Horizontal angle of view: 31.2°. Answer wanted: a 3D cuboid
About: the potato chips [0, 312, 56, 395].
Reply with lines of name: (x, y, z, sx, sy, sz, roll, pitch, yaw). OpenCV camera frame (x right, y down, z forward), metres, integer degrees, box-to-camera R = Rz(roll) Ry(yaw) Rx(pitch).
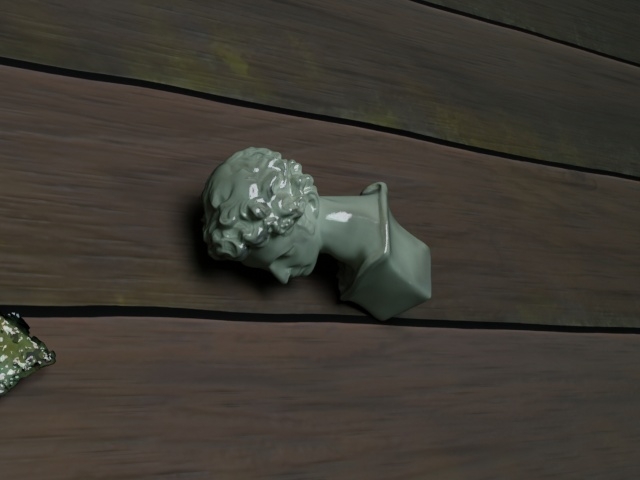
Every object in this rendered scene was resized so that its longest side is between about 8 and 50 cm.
potato chips: (-0.304, 0.115, 0.867, 0.202, 0.029, 0.220, 24, 41, -26)

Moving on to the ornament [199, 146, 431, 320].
ornament: (0.005, -0.012, 1.192, 0.285, 0.120, 0.130, 16, 45, -35)
